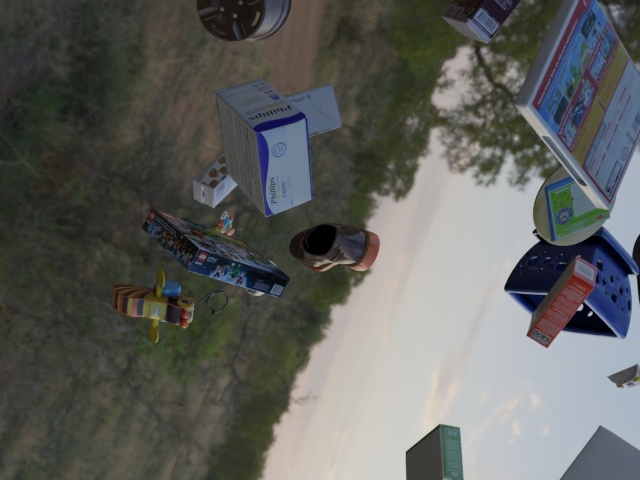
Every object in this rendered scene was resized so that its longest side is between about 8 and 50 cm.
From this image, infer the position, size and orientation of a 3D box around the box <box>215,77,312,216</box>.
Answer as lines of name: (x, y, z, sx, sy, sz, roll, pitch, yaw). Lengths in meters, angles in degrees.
box: (-0.074, -0.123, 1.036, 0.137, 0.072, 0.126, 48, -30, 46)

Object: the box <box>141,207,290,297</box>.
box: (-0.182, 0.024, 1.415, 0.233, 0.159, 0.044, 22, 101, -49)

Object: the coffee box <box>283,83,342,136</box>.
coffee box: (-0.075, -0.277, 1.795, 0.246, 0.141, 0.098, 9, -63, 65)

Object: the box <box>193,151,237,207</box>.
box: (-0.205, -0.201, 2.004, 0.324, 0.063, 0.067, -51, 159, -42)

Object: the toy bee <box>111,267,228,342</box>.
toy bee: (-0.394, 0.164, 2.077, 0.162, 0.299, 0.195, -123, -161, -68)

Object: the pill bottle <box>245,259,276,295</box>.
pill bottle: (-0.137, 0.084, 1.844, 0.120, 0.067, 0.067, 135, -22, -67)

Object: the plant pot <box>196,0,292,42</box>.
plant pot: (-0.146, -0.437, 1.463, 0.165, 0.167, 0.166, -74, -174, -67)

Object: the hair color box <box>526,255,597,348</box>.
hair color box: (0.478, 0.122, 1.575, 0.167, 0.053, 0.093, -61, 173, 31)

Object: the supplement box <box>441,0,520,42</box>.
supplement box: (0.373, -0.535, 1.655, 0.239, 0.073, 0.130, -52, -154, 8)

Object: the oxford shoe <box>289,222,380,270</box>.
oxford shoe: (0.000, 0.000, 1.495, 0.271, 0.098, 0.096, -4, -111, 59)

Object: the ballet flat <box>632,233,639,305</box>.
ballet flat: (0.928, 0.091, 2.238, 0.084, 0.058, 0.249, -10, -115, 35)

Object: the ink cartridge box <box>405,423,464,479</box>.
ink cartridge box: (0.232, 0.520, 1.644, 0.171, 0.056, 0.235, 123, -24, -49)

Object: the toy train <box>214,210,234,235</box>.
toy train: (-0.318, -0.010, 2.407, 0.166, 0.046, 0.125, -48, 171, -2)

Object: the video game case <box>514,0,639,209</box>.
video game case: (0.389, -0.199, 1.144, 0.025, 0.285, 0.204, 14, -107, 47)

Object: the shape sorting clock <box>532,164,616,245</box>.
shape sorting clock: (0.554, -0.084, 1.735, 0.206, 0.206, 0.040, -68, -156, 14)

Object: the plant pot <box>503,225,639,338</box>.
plant pot: (0.632, 0.091, 1.967, 0.236, 0.236, 0.212, 2, -118, 51)

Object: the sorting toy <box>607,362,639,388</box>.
sorting toy: (0.799, 0.361, 2.056, 0.083, 0.075, 0.044, -31, -131, 26)

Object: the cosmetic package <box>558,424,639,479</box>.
cosmetic package: (0.492, 0.561, 1.520, 0.365, 0.155, 0.196, -41, 146, -28)
